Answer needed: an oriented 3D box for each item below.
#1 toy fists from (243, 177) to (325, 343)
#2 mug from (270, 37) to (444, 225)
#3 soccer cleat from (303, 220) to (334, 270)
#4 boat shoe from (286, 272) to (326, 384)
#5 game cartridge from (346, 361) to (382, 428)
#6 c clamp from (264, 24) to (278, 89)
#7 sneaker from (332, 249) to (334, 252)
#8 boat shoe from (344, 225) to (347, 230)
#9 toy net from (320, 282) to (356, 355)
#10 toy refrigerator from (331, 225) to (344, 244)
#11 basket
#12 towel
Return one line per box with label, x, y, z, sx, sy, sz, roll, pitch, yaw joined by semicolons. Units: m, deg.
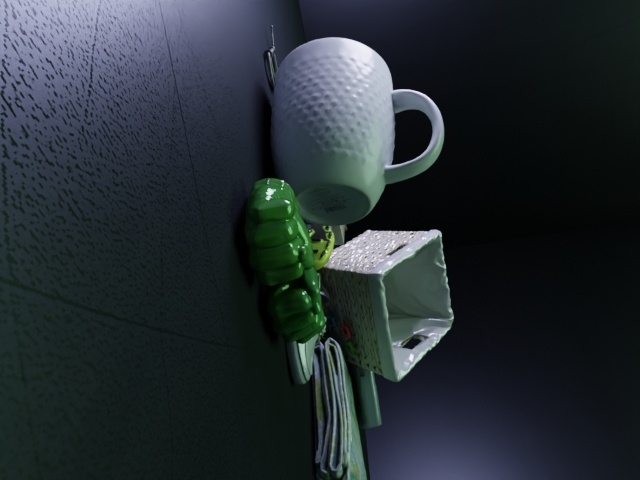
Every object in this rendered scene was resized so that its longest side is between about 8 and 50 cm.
toy fists;-0.051;0.043;0.665;0.142;0.096;0.279;-89;170;-54
mug;0.072;-0.218;0.907;0.276;0.373;0.329;62;27;-59
soccer cleat;-0.006;0.007;1.185;0.289;0.093;0.121;-89;175;-57
boat shoe;-0.025;0.161;0.827;0.083;0.075;0.227;69;14;-64
game cartridge;0.110;0.470;1.326;0.297;0.062;0.198;155;-77;-74
c clamp;-0.125;-0.461;1.078;0.161;0.022;0.137;-93;177;-55
sneaker;0.101;0.171;1.815;0.110;0.122;0.283;52;30;-78
boat shoe;0.059;-0.184;1.964;0.123;0.116;0.325;-72;152;-78
toy net;0.018;0.211;1.147;0.122;0.045;0.233;-13;-81;56
toy refrigerator;0.038;-0.103;1.790;0.270;0.094;0.102;74;16;-49
basket;0.185;0.166;1.235;0.328;0.266;0.332;-28;112;-41
towel;0.051;0.466;1.069;0.375;0.090;0.321;75;9;-51
